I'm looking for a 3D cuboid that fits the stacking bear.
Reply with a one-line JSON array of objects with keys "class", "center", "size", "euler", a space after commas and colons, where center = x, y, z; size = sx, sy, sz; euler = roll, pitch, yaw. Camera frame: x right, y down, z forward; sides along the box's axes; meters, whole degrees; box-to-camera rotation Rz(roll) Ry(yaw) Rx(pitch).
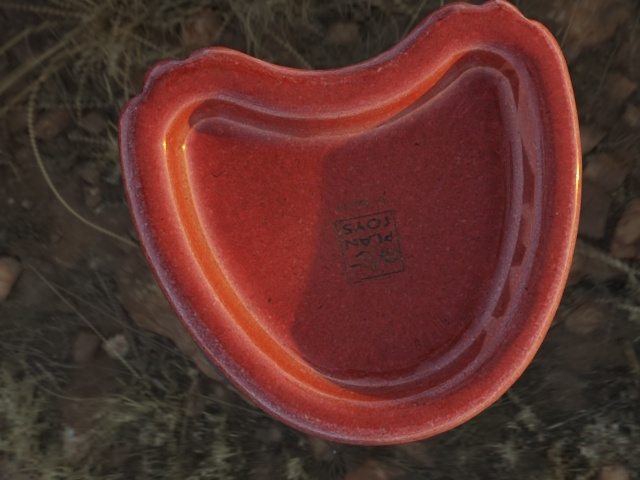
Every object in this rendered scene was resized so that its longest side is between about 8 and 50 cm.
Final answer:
[{"class": "stacking bear", "center": [0.000, 0.000, 0.631], "size": [0.175, 0.289, 0.164], "euler": [-12, 91, -8]}]
